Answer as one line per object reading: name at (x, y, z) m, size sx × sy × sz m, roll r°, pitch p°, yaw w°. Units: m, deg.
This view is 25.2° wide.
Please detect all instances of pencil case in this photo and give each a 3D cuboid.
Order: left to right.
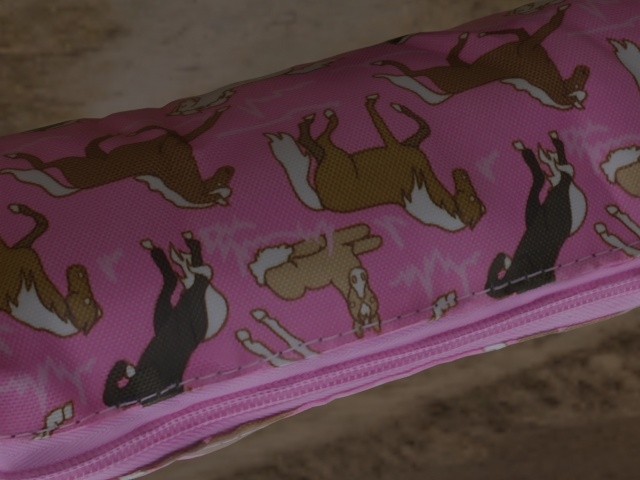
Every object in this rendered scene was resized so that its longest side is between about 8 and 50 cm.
pencil case at (0.000, 0.000, 0.619) m, size 0.386 × 0.160 × 0.167 m, roll -15°, pitch -177°, yaw -17°
